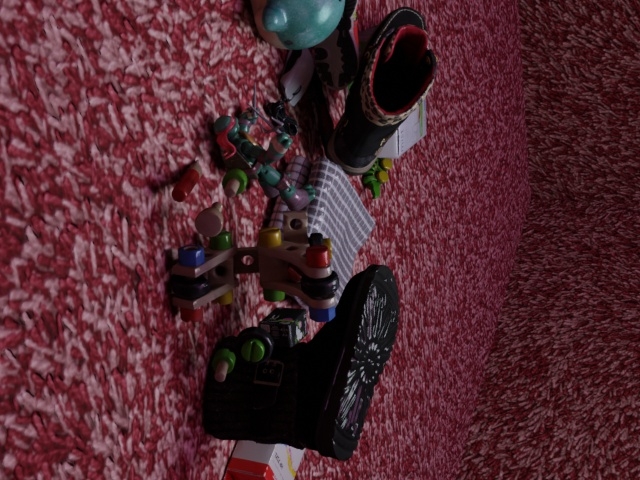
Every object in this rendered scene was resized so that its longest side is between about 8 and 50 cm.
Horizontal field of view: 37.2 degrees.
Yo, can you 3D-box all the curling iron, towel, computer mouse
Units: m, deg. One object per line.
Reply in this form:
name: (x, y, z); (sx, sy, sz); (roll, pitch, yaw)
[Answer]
curling iron: (0.006, -0.219, 1.901); (0.068, 0.035, 0.274); (-65, 150, -45)
towel: (0.000, 0.000, 1.820); (0.283, 0.121, 0.235); (53, 47, -60)
computer mouse: (-0.045, -0.288, 1.748); (0.106, 0.042, 0.193); (57, 43, -56)

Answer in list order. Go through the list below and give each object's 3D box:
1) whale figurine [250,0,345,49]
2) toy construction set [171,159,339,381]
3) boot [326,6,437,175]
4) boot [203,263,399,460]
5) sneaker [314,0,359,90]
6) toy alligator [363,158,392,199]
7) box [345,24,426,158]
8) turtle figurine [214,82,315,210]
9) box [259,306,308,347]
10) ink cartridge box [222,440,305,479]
whale figurine: (-0.046, -0.438, 1.578); (0.272, 0.141, 0.216); (60, 40, -55)
toy construction set: (-0.111, 0.004, 1.489); (0.308, 0.258, 0.237); (61, 14, -18)
boot: (0.141, -0.326, 1.802); (0.377, 0.138, 0.284); (-63, -176, -18)
boot: (-0.034, 0.182, 1.575); (0.131, 0.260, 0.348); (54, 51, -50)
sneaker: (0.026, -0.427, 1.812); (0.118, 0.107, 0.278); (-60, 152, -81)
toy alligator: (0.134, -0.181, 2.224); (0.051, 0.056, 0.189); (31, 57, -21)
box: (0.151, -0.336, 2.123); (0.231, 0.127, 0.261); (-42, 133, -60)
turtle figurine: (-0.104, -0.149, 1.540); (0.234, 0.118, 0.175); (54, 1, -43)
box: (-0.067, 0.162, 1.761); (0.083, 0.062, 0.052); (-37, 127, -62)
ink cartridge box: (-0.095, 0.392, 1.719); (0.134, 0.078, 0.231); (71, 32, -46)
